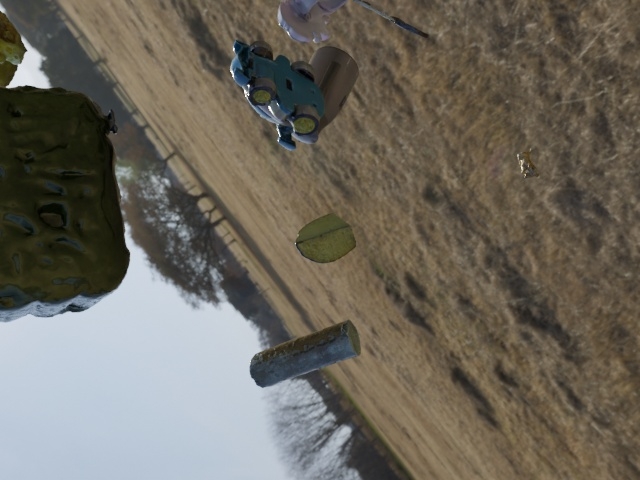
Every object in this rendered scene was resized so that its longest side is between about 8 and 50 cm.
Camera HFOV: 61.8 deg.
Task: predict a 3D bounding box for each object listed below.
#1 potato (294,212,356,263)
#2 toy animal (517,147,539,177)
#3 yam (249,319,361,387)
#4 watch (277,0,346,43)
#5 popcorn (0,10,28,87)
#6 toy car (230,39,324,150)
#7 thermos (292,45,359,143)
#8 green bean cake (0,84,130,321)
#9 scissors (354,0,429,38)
[{"bbox_3d":[0.000,0.000,1.339,0.120,0.149,0.081,-137,30,-65],"label":"potato"},{"bbox_3d":[0.650,-0.242,1.673,0.081,0.083,0.060,20,138,-16],"label":"toy animal"},{"bbox_3d":[-0.036,0.267,1.251,0.093,0.259,0.093,-21,-90,-83],"label":"yam"},{"bbox_3d":[-0.002,-0.749,1.662,0.231,0.244,0.196,-28,96,45],"label":"watch"},{"bbox_3d":[-0.701,-0.391,1.106,0.142,0.173,0.173,33,-179,-27],"label":"popcorn"},{"bbox_3d":[-0.077,-0.218,0.814,0.161,0.098,0.126,18,-132,-33],"label":"toy car"},{"bbox_3d":[0.000,-0.290,1.064,0.105,0.193,0.137,27,156,-7],"label":"thermos"},{"bbox_3d":[-0.357,-0.037,0.600,0.156,0.247,0.249,-27,72,55],"label":"green bean cake"},{"bbox_3d":[0.213,-0.685,1.643,0.300,0.022,0.109,11,-153,-36],"label":"scissors"}]
